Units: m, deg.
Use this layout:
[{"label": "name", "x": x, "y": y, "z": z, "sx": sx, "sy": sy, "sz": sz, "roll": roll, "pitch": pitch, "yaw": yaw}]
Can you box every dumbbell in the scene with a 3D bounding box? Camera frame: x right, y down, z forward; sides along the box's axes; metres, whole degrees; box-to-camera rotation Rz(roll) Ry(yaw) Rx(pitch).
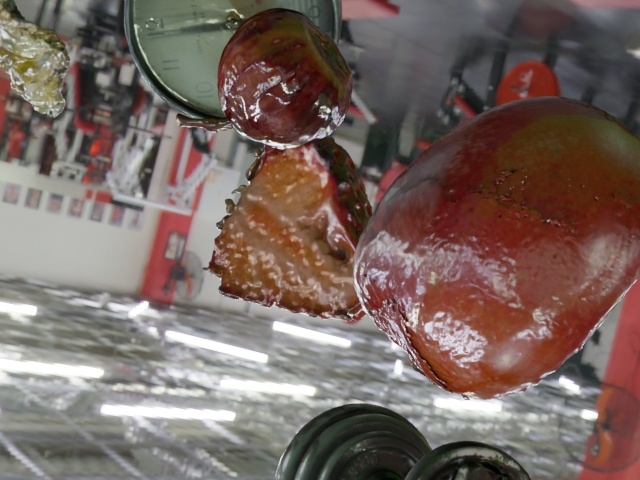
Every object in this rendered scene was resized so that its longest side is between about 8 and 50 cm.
[{"label": "dumbbell", "x": 0.053, "y": 0.144, "z": 0.489, "sx": 0.110, "sy": 0.110, "sz": 0.254, "roll": 14, "pitch": 167, "yaw": -17}]

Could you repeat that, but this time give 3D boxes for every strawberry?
[{"label": "strawberry", "x": 0.000, "y": -0.018, "z": 1.293, "sx": 0.280, "sy": 0.253, "sz": 0.150, "roll": 12, "pitch": 175, "yaw": 35}]

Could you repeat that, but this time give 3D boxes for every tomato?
[{"label": "tomato", "x": 0.082, "y": -0.012, "z": 0.499, "sx": 0.099, "sy": 0.173, "sz": 0.189, "roll": 31, "pitch": -171, "yaw": -20}]

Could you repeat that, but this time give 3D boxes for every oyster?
[{"label": "oyster", "x": -0.245, "y": -0.155, "z": 0.775, "sx": 0.146, "sy": 0.045, "sz": 0.122, "roll": 17, "pitch": 150, "yaw": 46}]

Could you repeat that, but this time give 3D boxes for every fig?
[{"label": "fig", "x": -0.041, "y": -0.131, "z": 0.803, "sx": 0.128, "sy": 0.150, "sz": 0.128, "roll": 45, "pitch": 165, "yaw": 16}]

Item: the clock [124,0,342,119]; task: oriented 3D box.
[{"label": "clock", "x": -0.089, "y": -0.227, "z": 0.943, "sx": 0.226, "sy": 0.226, "sz": 0.049, "roll": 14, "pitch": -160, "yaw": -7}]
